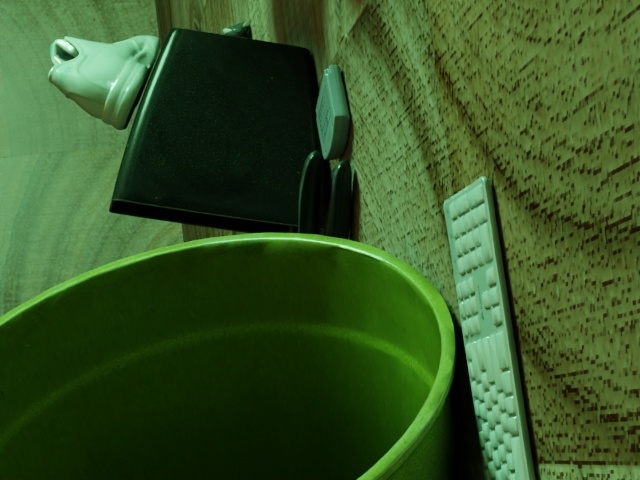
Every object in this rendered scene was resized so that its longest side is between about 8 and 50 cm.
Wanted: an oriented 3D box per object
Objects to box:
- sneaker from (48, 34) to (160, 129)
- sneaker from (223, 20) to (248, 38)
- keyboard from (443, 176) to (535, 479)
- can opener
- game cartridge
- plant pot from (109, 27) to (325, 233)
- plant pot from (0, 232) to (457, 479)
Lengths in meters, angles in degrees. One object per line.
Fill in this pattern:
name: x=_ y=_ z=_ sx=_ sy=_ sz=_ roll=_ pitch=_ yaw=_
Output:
sneaker: x=-0.206 y=-0.163 z=1.455 sx=0.212 sy=0.094 sz=0.080 roll=-100 pitch=31 yaw=-77
sneaker: x=-0.095 y=-0.233 z=1.831 sx=0.083 sy=0.031 sz=0.035 roll=136 pitch=113 yaw=-84
keyboard: x=0.100 y=0.096 z=0.872 sx=0.072 sy=0.014 sz=0.256 roll=128 pitch=134 yaw=-77
can opener: x=0.000 y=0.000 z=1.317 sx=0.073 sy=0.059 sz=0.186 roll=-67 pitch=-5 yaw=-47
game cartridge: x=0.010 y=-0.102 z=1.291 sx=0.083 sy=0.017 sz=0.056 roll=106 pitch=160 yaw=-67
plant pot: x=-0.091 y=-0.098 z=1.443 sx=0.187 sy=0.188 sz=0.167 roll=161 pitch=116 yaw=-81
plant pot: x=-0.058 y=0.240 z=1.051 sx=0.366 sy=0.366 sz=0.353 roll=-114 pitch=8 yaw=-62
